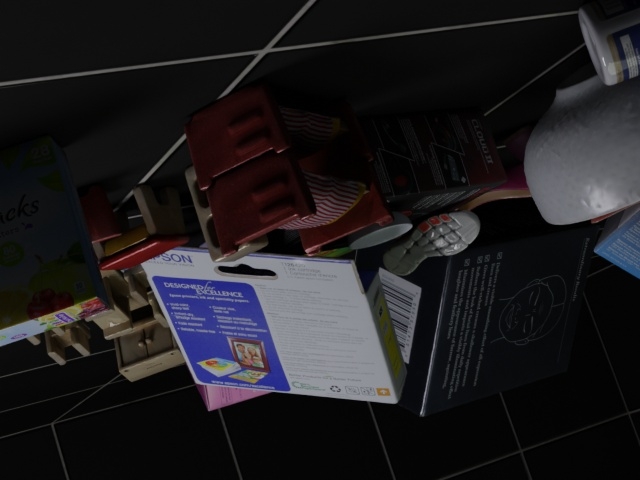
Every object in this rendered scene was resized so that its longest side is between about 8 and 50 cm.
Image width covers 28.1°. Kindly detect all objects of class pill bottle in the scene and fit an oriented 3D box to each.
[{"bbox_3d":[0.373,-0.238,1.381,0.169,0.094,0.094,-20,170,8],"label":"pill bottle"}]

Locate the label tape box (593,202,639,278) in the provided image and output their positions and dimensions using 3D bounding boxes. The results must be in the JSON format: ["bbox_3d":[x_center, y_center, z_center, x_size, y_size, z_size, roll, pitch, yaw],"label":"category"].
[{"bbox_3d":[0.590,-0.023,1.859,0.115,0.249,0.347,-59,180,-27],"label":"label tape box"}]

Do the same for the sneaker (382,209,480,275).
[{"bbox_3d":[0.151,-0.010,1.718,0.158,0.061,0.065,-26,-165,36],"label":"sneaker"}]

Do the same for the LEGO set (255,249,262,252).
[{"bbox_3d":[-0.029,-0.033,1.787,0.227,0.087,0.093,-18,175,-40],"label":"LEGO set"}]

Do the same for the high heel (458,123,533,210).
[{"bbox_3d":[0.255,-0.054,1.893,0.244,0.117,0.082,-39,166,8],"label":"high heel"}]

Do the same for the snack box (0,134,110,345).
[{"bbox_3d":[-0.330,0.014,1.241,0.207,0.174,0.070,-18,166,-1],"label":"snack box"}]

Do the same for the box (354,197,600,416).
[{"bbox_3d":[0.255,0.093,2.189,0.395,0.293,0.212,-9,-155,-42],"label":"box"}]

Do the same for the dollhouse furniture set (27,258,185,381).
[{"bbox_3d":[-0.294,0.076,1.854,0.212,0.161,0.242,-20,147,8],"label":"dollhouse furniture set"}]

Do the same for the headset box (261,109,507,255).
[{"bbox_3d":[0.082,-0.075,1.673,0.293,0.110,0.218,-9,166,-42],"label":"headset box"}]

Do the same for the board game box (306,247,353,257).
[{"bbox_3d":[0.000,0.000,2.105,0.092,0.043,0.181,-24,168,30],"label":"board game box"}]

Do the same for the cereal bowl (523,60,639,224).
[{"bbox_3d":[0.387,-0.162,1.541,0.339,0.141,0.339,-31,-172,5],"label":"cereal bowl"}]

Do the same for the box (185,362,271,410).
[{"bbox_3d":[-0.114,0.150,2.165,0.243,0.213,0.117,-16,126,-16],"label":"box"}]

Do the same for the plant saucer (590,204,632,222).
[{"bbox_3d":[0.480,-0.133,1.707,0.258,0.047,0.259,-28,-171,26],"label":"plant saucer"}]

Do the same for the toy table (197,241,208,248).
[{"bbox_3d":[-0.098,0.093,1.934,0.161,0.252,0.274,6,180,-30],"label":"toy table"}]

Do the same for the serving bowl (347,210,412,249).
[{"bbox_3d":[0.070,-0.017,1.571,0.083,0.027,0.083,-18,169,-4],"label":"serving bowl"}]

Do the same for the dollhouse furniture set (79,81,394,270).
[{"bbox_3d":[-0.132,-0.027,1.429,0.374,0.152,0.201,-24,168,28],"label":"dollhouse furniture set"}]

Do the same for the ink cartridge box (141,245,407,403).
[{"bbox_3d":[-0.060,0.093,1.681,0.304,0.072,0.307,4,138,19],"label":"ink cartridge box"}]
